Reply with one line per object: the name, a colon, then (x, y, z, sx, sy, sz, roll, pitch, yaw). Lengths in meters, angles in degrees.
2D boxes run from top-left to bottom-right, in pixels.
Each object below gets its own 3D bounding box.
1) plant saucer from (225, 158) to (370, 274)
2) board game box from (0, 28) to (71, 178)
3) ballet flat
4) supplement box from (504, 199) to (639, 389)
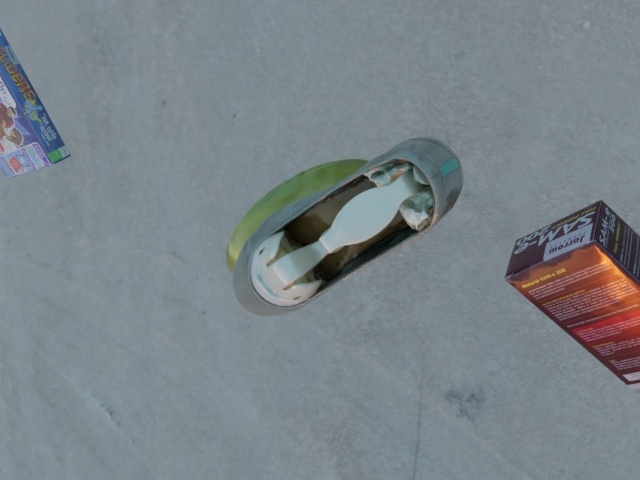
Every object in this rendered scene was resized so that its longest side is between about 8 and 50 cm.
plant saucer: (-0.003, -0.005, 0.775, 0.241, 0.241, 0.037, -47, 57, 25)
board game box: (-0.462, -0.195, 0.874, 0.136, 0.035, 0.201, -6, 116, 36)
ballet flat: (0.000, 0.000, 0.417, 0.213, 0.068, 0.072, -34, 93, 29)
supplement box: (0.356, 0.073, 0.720, 0.239, 0.073, 0.130, 39, 142, -13)
